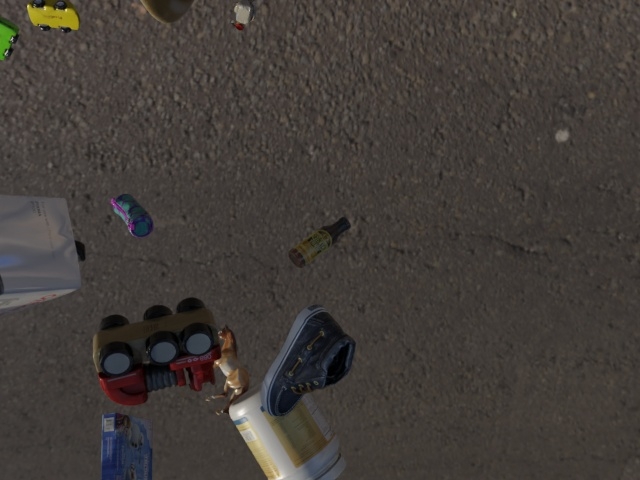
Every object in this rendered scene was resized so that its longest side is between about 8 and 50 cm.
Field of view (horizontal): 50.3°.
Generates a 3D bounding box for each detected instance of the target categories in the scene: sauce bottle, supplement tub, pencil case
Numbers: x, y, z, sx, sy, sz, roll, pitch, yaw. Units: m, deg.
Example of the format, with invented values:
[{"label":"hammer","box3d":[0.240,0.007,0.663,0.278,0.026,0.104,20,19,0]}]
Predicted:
[{"label":"sauce bottle","box3d":[0.000,0.000,1.247,0.128,0.042,0.042,-39,134,-21]},{"label":"supplement tub","box3d":[-0.057,0.347,1.222,0.144,0.144,0.200,-32,88,30]},{"label":"pencil case","box3d":[-0.497,-0.068,1.800,0.070,0.151,0.064,10,110,-40]}]

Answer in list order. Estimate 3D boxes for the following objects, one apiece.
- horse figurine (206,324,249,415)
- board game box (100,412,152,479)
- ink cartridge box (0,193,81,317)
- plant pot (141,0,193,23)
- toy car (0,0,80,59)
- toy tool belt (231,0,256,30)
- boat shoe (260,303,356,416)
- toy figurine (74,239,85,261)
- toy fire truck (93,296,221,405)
[{"label":"horse figurine","box3d":[-0.285,0.406,2.057,0.174,0.263,0.066,-38,144,2]},{"label":"board game box","box3d":[-0.221,0.249,0.785,0.020,0.090,0.090,-9,159,10]},{"label":"ink cartridge box","box3d":[-0.435,0.029,0.724,0.207,0.117,0.283,-19,171,29]},{"label":"plant pot","box3d":[-0.193,-0.391,0.839,0.032,0.236,0.236,-3,133,11]},{"label":"toy car","box3d":[-0.613,-0.449,1.347,0.239,0.053,0.225,28,137,-26]},{"label":"toy tool belt","box3d":[-0.166,-0.509,1.510,0.052,0.051,0.083,21,157,-9]},{"label":"boat shoe","box3d":[-0.019,0.180,0.901,0.065,0.083,0.183,-2,123,-43]},{"label":"toy figurine","box3d":[-0.681,0.007,1.601,0.213,0.148,0.209,6,138,48]},{"label":"toy fire truck","box3d":[-0.293,0.244,1.279,0.217,0.158,0.246,-12,119,-13]}]
